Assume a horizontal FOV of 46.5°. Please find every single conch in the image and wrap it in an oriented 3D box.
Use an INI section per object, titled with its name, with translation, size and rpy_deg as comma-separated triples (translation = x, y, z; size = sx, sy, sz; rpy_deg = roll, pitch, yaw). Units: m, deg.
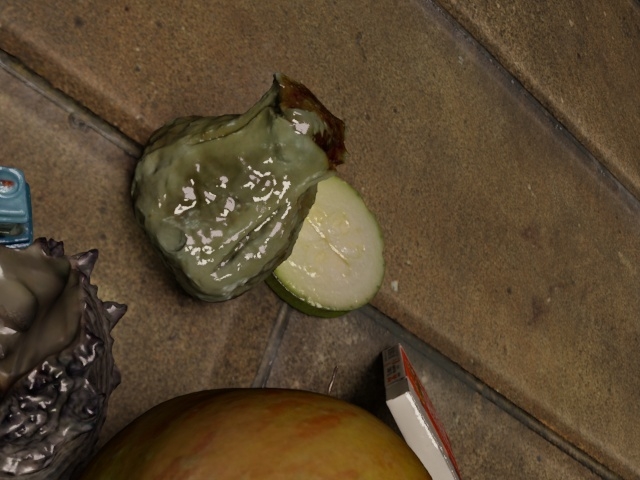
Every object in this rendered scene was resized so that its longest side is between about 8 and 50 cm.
[conch]
translation = -0.309, 0.133, 0.687
size = 0.240, 0.186, 0.313
rpy_deg = 34, 75, -16

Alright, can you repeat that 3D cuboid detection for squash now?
[squash]
translation = -0.003, 0.002, 1.066
size = 0.219, 0.041, 0.219
rpy_deg = 15, 63, -31

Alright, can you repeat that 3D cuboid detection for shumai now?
[shumai]
translation = -0.098, -0.070, 0.878
size = 0.225, 0.222, 0.261
rpy_deg = 32, 63, -14

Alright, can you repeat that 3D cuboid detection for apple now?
[apple]
translation = -0.048, 0.319, 0.679
size = 0.333, 0.400, 0.400
rpy_deg = -17, 86, -49

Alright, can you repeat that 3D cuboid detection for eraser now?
[eraser]
translation = 0.133, 0.239, 0.996
size = 0.157, 0.038, 0.230
rpy_deg = 63, 6, -4

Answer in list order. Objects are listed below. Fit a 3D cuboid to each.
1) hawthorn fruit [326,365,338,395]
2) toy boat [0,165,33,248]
[hawthorn fruit]
translation = 0.022, 0.270, 0.926
size = 0.162, 0.163, 0.203
rpy_deg = -13, 61, -42
[toy boat]
translation = -0.391, -0.037, 0.711
size = 0.237, 0.098, 0.109
rpy_deg = 3, 70, -39
